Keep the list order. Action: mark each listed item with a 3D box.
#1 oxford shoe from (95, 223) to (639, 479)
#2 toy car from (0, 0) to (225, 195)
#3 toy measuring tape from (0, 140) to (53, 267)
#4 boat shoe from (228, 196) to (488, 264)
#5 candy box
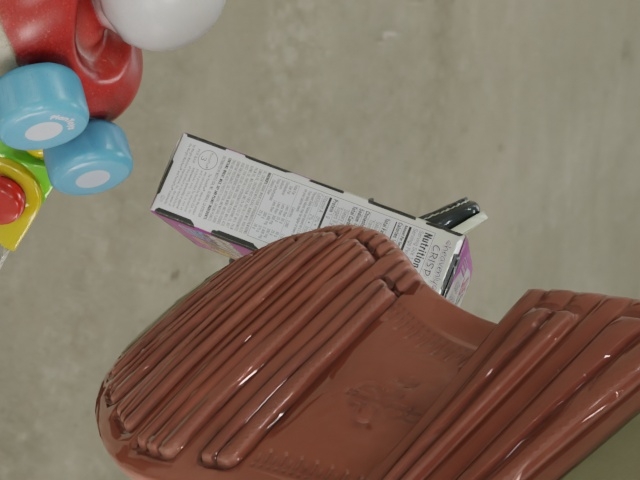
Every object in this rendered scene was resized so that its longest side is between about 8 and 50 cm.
[{"bbox_3d":[0.031,0.095,0.480,0.140,0.397,0.146,-42,114,-15],"label":"oxford shoe"},{"bbox_3d":[-0.154,-0.192,1.052,0.210,0.238,0.219,59,13,-69],"label":"toy car"},{"bbox_3d":[-0.433,-0.038,1.651,0.121,0.121,0.330,-26,160,-53],"label":"toy measuring tape"},{"bbox_3d":[0.032,0.002,1.526,0.127,0.340,0.113,-16,83,-60],"label":"boat shoe"},{"bbox_3d":[0.000,0.000,1.010,0.159,0.233,0.071,52,60,-78],"label":"candy box"}]
